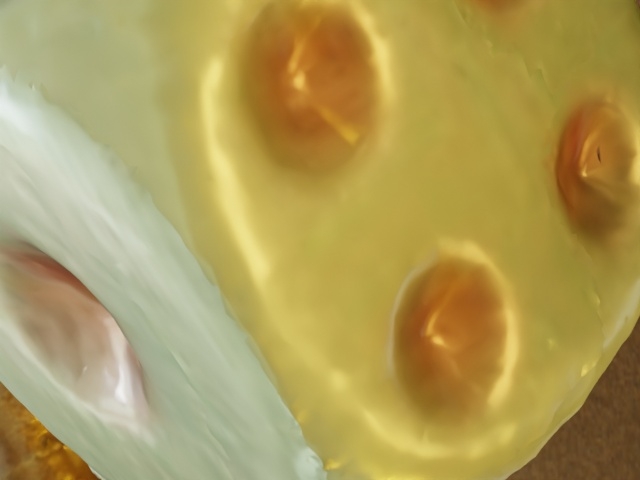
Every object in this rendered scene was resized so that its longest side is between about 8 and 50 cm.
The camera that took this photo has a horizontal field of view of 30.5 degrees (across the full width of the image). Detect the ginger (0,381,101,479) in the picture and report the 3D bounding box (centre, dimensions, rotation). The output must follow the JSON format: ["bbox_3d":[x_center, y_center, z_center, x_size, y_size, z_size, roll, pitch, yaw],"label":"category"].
[{"bbox_3d":[-0.167,0.240,1.029,0.254,0.418,0.176,-27,153,-5],"label":"ginger"}]

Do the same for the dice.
[{"bbox_3d":[-0.024,-0.040,0.537,0.265,0.262,0.268,-3,125,51],"label":"dice"}]
